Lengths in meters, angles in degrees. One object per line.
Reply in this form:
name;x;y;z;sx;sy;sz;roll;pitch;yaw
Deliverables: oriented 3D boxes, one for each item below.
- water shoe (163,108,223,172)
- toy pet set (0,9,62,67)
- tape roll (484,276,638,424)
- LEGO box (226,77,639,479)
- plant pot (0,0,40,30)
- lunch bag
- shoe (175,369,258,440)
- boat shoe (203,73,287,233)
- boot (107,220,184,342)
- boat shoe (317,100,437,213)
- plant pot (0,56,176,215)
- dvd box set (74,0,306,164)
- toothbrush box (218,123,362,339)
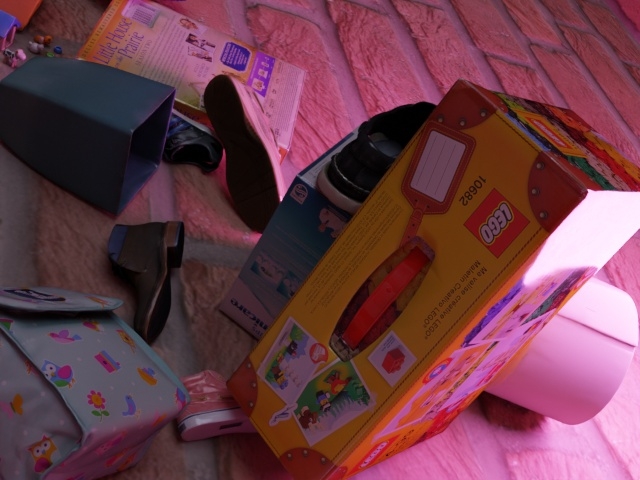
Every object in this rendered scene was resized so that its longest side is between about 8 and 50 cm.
water shoe;-0.265;-0.184;1.498;0.203;0.073;0.080;18;42;-16
toy pet set;-0.534;-0.368;1.528;0.114;0.065;0.122;28;37;-4
tape roll;0.374;0.159;1.403;0.169;0.246;0.246;23;38;-9
LEGO box;0.170;0.060;1.112;0.193;0.500;0.372;48;27;23
plant pot;-0.581;-0.515;1.562;0.187;0.212;0.212;32;35;-20
lunch bag;-0.313;0.145;0.983;0.262;0.160;0.223;48;15;17
shoe;-0.116;0.215;1.158;0.178;0.063;0.081;-2;52;-31
boat shoe;-0.112;-0.153;1.507;0.098;0.109;0.302;1;62;-55
boot;-0.269;0.056;1.247;0.106;0.082;0.219;5;44;2
boat shoe;0.132;-0.139;1.196;0.340;0.113;0.127;-20;61;-46
plant pot;-0.382;-0.185;1.357;0.234;0.165;0.165;22;38;2
dvd box set;-0.243;-0.325;1.680;0.421;0.062;0.307;22;39;-12
toothbrush box;0.000;0.000;1.288;0.126;0.295;0.216;37;39;7
